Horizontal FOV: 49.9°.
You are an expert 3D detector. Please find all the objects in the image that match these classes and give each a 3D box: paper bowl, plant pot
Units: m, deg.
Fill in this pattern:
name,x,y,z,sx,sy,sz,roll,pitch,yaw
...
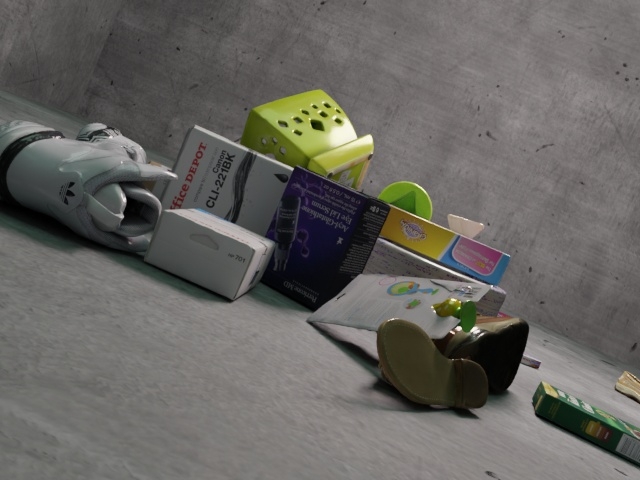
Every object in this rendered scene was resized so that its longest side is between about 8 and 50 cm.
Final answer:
name,x,y,z,sx,sy,sz,roll,pitch,yaw
paper bowl,0.206,0.108,1.355,0.284,0.148,0.284,24,5,-2
plant pot,-0.030,-0.162,1.477,0.207,0.227,0.228,39,43,22

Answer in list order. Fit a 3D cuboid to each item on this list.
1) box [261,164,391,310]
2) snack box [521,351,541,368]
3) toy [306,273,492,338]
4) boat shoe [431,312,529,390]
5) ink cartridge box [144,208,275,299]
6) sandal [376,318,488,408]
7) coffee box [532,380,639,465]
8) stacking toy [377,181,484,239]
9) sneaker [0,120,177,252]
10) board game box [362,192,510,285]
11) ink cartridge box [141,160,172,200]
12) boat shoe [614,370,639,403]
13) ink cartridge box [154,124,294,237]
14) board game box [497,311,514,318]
name,x,y,z,sx,sy,sz,roll,pitch,yaw
box,0.000,0.000,1.165,0.153,0.207,0.108,25,5,27
snack box,0.455,0.260,1.670,0.064,0.022,0.178,23,4,-26
toy,0.112,0.106,0.972,0.237,0.056,0.137,-2,25,45
boat shoe,0.233,0.161,1.073,0.120,0.122,0.324,19,2,33
ink cartridge box,-0.154,0.014,1.002,0.140,0.082,0.191,24,6,3
sandal,0.114,0.164,0.847,0.079,0.088,0.240,-14,-30,40
coffee box,0.430,0.288,1.085,0.184,0.040,0.113,25,5,15
stacking toy,0.218,0.023,1.627,0.309,0.279,0.130,29,7,9
sneaker,-0.301,-0.076,1.002,0.210,0.137,0.366,25,10,9
board game box,0.228,-0.004,1.434,0.317,0.064,0.242,24,4,11
ink cartridge box,-0.274,-0.081,1.469,0.235,0.088,0.193,24,3,-16
boat shoe,0.876,0.406,1.823,0.068,0.072,0.190,20,6,-40
ink cartridge box,-0.150,-0.070,1.272,0.273,0.197,0.114,23,5,-13
board game box,0.504,0.231,2.133,0.208,0.056,0.347,29,5,13
